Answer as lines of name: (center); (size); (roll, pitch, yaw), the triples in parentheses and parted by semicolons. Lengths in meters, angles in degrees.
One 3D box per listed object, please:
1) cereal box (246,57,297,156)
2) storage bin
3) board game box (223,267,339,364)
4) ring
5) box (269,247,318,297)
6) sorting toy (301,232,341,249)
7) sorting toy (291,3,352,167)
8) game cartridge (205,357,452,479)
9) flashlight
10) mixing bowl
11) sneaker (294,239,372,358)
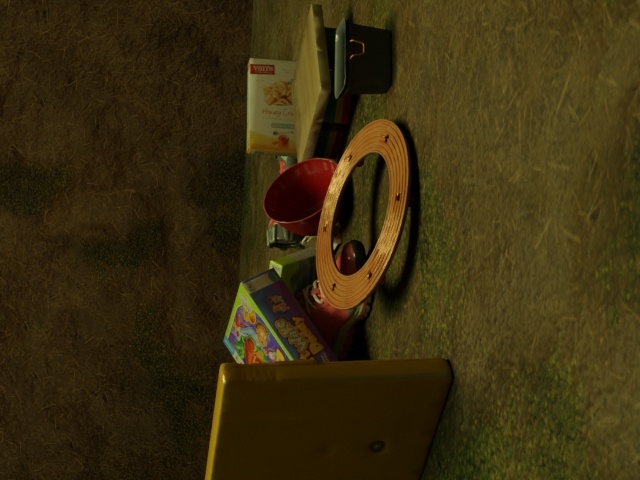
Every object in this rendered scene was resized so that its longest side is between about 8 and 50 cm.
cereal box: (-0.093, -0.325, 2.452); (0.047, 0.173, 0.240); (128, 143, -71)
storage bin: (0.079, -0.326, 1.795); (0.098, 0.091, 0.135); (134, 136, -73)
board game box: (-0.049, 0.256, 1.906); (0.347, 0.078, 0.233); (53, 150, 22)
ring: (0.077, -0.043, 1.728); (0.336, 0.032, 0.337); (-44, 39, 52)
box: (-0.043, 0.076, 2.212); (0.042, 0.178, 0.109); (27, 120, 35)
sorting toy: (0.000, 0.000, 2.153); (0.083, 0.075, 0.045); (119, 151, -65)
sorting toy: (0.009, -0.325, 2.154); (0.255, 0.089, 0.257); (108, 162, -52)
game cartridge: (0.003, 0.282, 1.438); (0.053, 0.323, 0.285); (-105, 21, -51)
flashlight: (-0.088, -0.131, 2.570); (0.103, 0.103, 0.304); (117, 152, -71)
mixing bowl: (-0.019, -0.076, 2.107); (0.181, 0.181, 0.098); (-99, -17, -46)
sneaker: (0.012, 0.123, 1.911); (0.314, 0.136, 0.116); (105, 163, -46)
